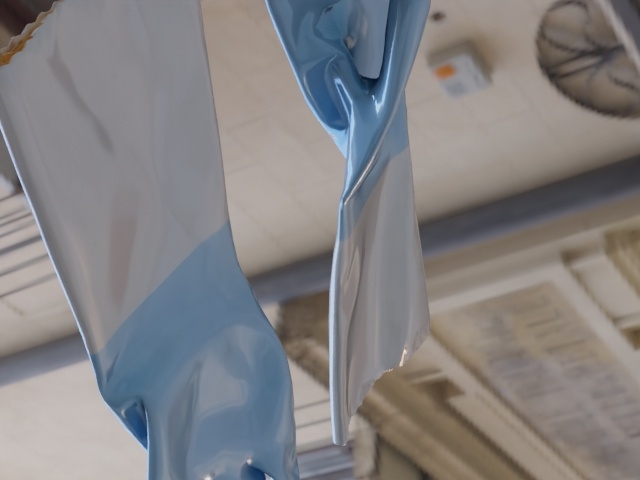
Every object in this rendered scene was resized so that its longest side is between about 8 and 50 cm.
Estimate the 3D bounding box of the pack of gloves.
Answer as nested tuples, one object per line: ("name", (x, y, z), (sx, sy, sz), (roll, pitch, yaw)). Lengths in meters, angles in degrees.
("pack of gloves", (0.000, 0.000, 0.432), (0.195, 0.046, 0.232), (-53, -36, -43))
